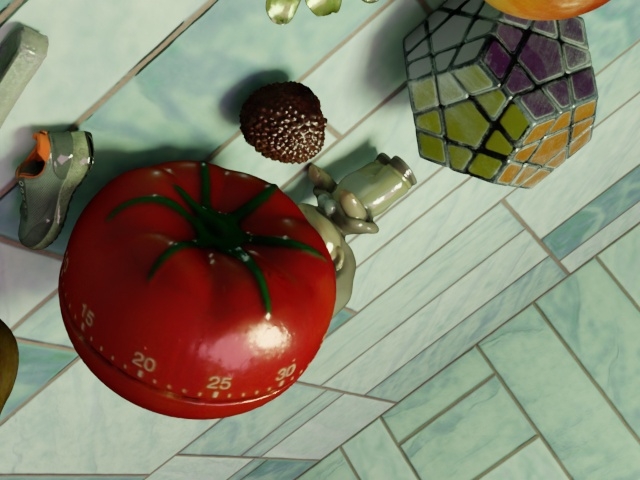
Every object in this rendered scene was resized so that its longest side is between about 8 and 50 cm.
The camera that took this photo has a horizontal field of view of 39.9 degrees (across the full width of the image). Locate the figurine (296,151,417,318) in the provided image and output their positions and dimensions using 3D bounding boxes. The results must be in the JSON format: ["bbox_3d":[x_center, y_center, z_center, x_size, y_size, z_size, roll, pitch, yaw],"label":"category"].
[{"bbox_3d":[0.001,-0.001,1.522,0.380,0.248,0.203,-45,135,-2],"label":"figurine"}]

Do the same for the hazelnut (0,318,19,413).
[{"bbox_3d":[-0.546,0.174,1.220,0.229,0.229,0.229,-26,153,-14],"label":"hazelnut"}]

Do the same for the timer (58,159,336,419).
[{"bbox_3d":[-0.169,0.068,1.232,0.378,0.378,0.279,-11,139,-37],"label":"timer"}]

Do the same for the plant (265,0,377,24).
[{"bbox_3d":[-0.001,-0.369,0.901,0.306,0.297,0.261,34,80,-46],"label":"plant"}]

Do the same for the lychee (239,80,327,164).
[{"bbox_3d":[-0.053,-0.170,1.259,0.129,0.123,0.123,16,135,-13],"label":"lychee"}]

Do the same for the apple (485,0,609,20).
[{"bbox_3d":[0.286,-0.403,1.105,0.241,0.242,0.242,-13,147,-32],"label":"apple"}]

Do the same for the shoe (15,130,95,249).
[{"bbox_3d":[-0.363,-0.069,1.143,0.077,0.074,0.194,10,129,-39],"label":"shoe"}]

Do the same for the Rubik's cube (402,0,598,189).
[{"bbox_3d":[0.268,-0.229,1.339,0.264,0.319,0.319,-9,155,8],"label":"Rubik's cube"}]

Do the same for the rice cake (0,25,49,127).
[{"bbox_3d":[-0.372,-0.159,1.009,0.207,0.036,0.047,-49,162,28],"label":"rice cake"}]
